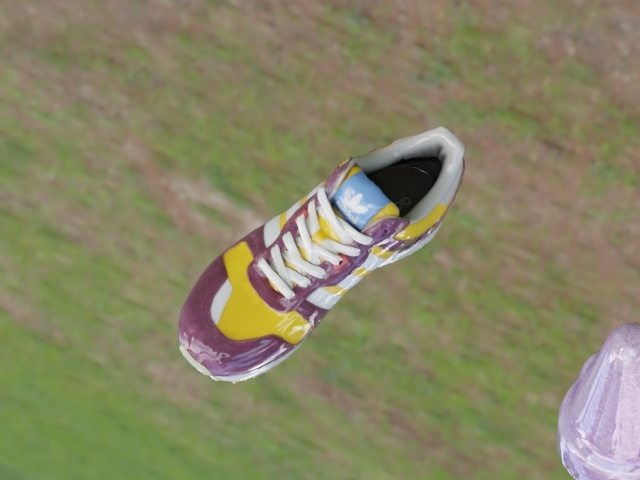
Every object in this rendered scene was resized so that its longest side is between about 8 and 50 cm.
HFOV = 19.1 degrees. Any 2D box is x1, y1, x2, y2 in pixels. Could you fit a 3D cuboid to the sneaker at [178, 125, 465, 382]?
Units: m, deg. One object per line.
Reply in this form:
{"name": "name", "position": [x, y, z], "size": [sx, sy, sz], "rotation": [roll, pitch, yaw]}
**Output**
{"name": "sneaker", "position": [0.000, 0.000, 1.008], "size": [0.069, 0.185, 0.084], "rotation": [45, 154, 11]}

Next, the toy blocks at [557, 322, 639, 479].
{"name": "toy blocks", "position": [0.183, 0.060, 0.469], "size": [0.309, 0.289, 0.260], "rotation": [-8, 134, 5]}
